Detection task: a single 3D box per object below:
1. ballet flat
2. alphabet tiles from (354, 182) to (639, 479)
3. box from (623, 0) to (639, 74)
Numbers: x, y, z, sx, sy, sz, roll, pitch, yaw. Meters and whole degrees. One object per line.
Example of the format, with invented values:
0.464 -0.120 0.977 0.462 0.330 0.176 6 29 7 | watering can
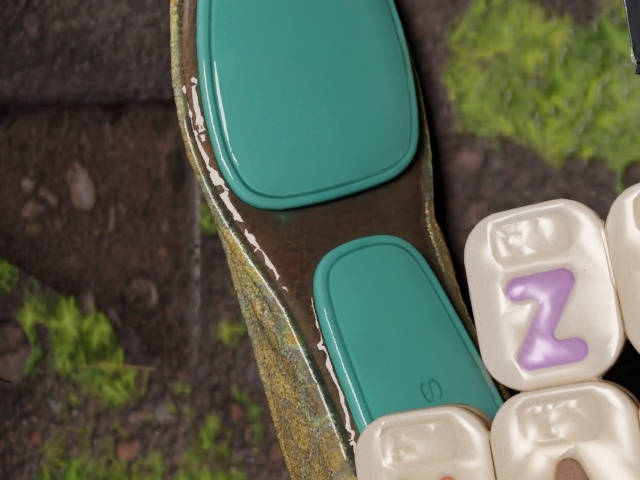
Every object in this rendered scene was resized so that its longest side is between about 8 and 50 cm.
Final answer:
0.000 0.000 0.617 0.123 0.123 0.349 -26 76 30 | ballet flat
0.150 0.110 0.463 0.284 0.021 0.278 -13 81 23 | alphabet tiles
0.192 -0.188 0.513 0.175 0.051 0.220 -11 85 32 | box
